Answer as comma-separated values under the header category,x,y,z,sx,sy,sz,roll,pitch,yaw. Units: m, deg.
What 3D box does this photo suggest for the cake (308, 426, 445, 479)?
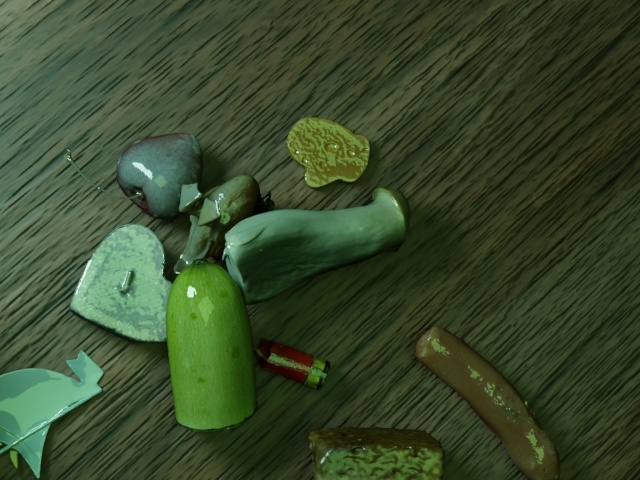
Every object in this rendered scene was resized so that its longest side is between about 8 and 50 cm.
category,x,y,z,sx,sy,sz,roll,pitch,yaw
cake,0.081,0.434,1.660,0.198,0.196,0.293,0,89,-8

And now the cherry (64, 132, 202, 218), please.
category,x,y,z,sx,sy,sz,roll,pitch,yaw
cherry,-0.268,-0.125,1.690,0.188,0.115,0.148,42,99,2

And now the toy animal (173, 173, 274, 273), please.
category,x,y,z,sx,sy,sz,roll,pitch,yaw
toy animal,-0.154,-0.021,1.698,0.089,0.179,0.188,40,101,29

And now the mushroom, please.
category,x,y,z,sx,sy,sz,roll,pitch,yaw
mushroom,0.000,0.000,1.689,0.328,0.159,0.122,-17,83,-20

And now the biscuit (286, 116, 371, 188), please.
category,x,y,z,sx,sy,sz,roll,pitch,yaw
biscuit,0.007,-0.138,1.781,0.140,0.023,0.118,28,81,-7

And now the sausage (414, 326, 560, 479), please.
category,x,y,z,sx,sy,sz,roll,pitch,yaw
sausage,0.279,0.264,1.762,0.326,0.079,0.087,47,69,-4

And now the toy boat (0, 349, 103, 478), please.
category,x,y,z,sx,sy,sz,roll,pitch,yaw
toy boat,-0.458,0.269,1.647,0.291,0.067,0.220,-33,90,-14

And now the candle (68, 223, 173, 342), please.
category,x,y,z,sx,sy,sz,roll,pitch,yaw
candle,-0.306,0.078,1.684,0.168,0.068,0.192,-18,87,-15

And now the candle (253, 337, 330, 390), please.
category,x,y,z,sx,sy,sz,roll,pitch,yaw
candle,-0.052,0.193,1.726,0.130,0.052,0.052,21,82,-5

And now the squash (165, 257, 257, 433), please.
category,x,y,z,sx,sy,sz,roll,pitch,yaw
squash,-0.168,0.148,1.628,0.132,0.132,0.247,-9,110,-10
